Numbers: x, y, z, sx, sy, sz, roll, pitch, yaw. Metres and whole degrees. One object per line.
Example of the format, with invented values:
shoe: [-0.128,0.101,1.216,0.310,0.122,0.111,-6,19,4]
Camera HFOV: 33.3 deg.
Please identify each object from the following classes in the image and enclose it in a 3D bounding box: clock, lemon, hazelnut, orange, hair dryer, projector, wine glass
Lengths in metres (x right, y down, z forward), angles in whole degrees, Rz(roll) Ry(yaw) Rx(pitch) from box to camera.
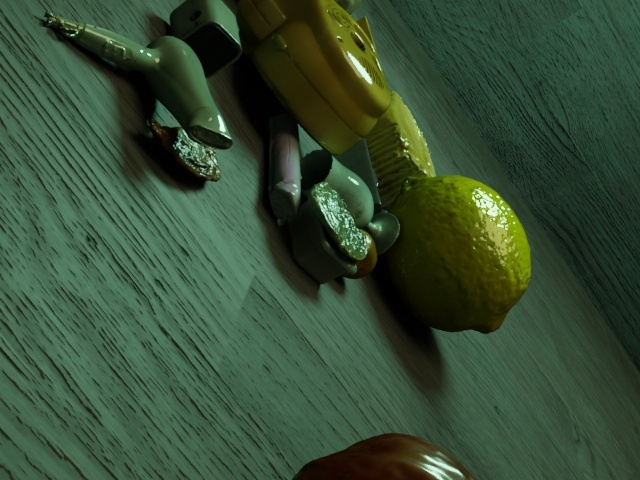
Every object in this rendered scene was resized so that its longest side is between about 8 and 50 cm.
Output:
clock: [-0.004,-0.291,1.765,0.244,0.200,0.317,38,20,-41]
lemon: [0.229,0.016,1.844,0.310,0.253,0.253,64,19,16]
hazelnut: [0.080,0.304,1.019,0.261,0.241,0.261,45,33,-40]
orange: [0.048,0.020,1.641,0.085,0.085,0.085,49,20,-26]
hair dryer: [-0.226,-0.208,1.291,0.237,0.075,0.206,24,23,-39]
projector: [-0.169,-0.301,1.570,0.083,0.083,0.082,41,25,-41]
wine glass: [0.040,-0.060,1.717,0.202,0.093,0.093,45,23,-43]

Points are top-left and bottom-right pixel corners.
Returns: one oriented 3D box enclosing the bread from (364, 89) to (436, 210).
bread: [0.127,-0.168,2.047,0.179,0.133,0.250,44,24,-39]

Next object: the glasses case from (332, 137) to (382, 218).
glasses case: [0.062,-0.106,1.880,0.191,0.072,0.042,-100,169,-48]

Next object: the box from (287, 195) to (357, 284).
box: [0.000,0.000,1.566,0.089,0.062,0.122,42,24,-39]

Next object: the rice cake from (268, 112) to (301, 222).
rice cake: [-0.054,-0.116,1.628,0.055,0.049,0.270,54,17,-28]

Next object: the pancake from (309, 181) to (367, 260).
pancake: [0.027,-0.026,1.541,0.130,0.022,0.116,57,21,-5]

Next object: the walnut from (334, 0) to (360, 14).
walnut: [-0.042,-0.514,2.006,0.273,0.227,0.273,54,17,-25]

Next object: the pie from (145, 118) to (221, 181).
pie: [-0.165,-0.110,1.356,0.088,0.033,0.191,56,16,7]
